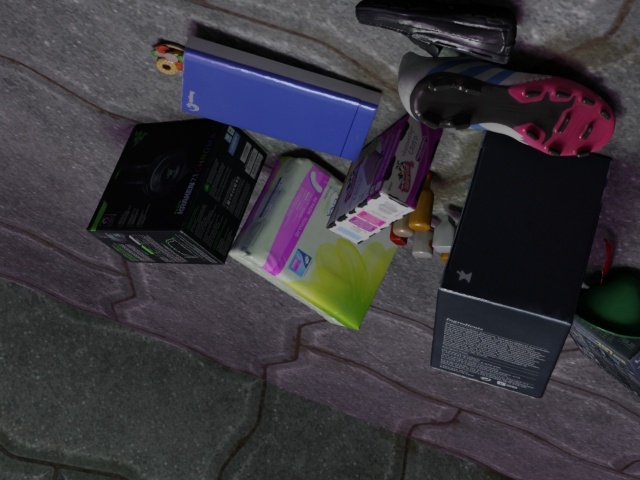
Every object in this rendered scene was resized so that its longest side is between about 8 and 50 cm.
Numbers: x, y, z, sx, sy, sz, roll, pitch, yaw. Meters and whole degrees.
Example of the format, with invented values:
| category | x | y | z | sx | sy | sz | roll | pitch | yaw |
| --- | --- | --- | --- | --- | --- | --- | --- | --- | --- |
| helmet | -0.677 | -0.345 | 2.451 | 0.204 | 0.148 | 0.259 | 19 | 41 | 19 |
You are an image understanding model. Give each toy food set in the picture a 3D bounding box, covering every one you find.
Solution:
| category | x | y | z | sx | sy | sz | roll | pitch | yaw |
| --- | --- | --- | --- | --- | --- | --- | --- | --- | --- |
| toy food set | -0.245 | -0.305 | 1.955 | 0.083 | 0.020 | 0.082 | 14 | 157 | 16 |
| toy food set | 0.195 | -0.040 | 2.126 | 0.111 | 0.105 | 0.232 | 0 | 162 | 29 |

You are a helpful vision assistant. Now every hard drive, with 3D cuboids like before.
| category | x | y | z | sx | sy | sz | roll | pitch | yaw |
| --- | --- | --- | --- | --- | --- | --- | --- | --- | --- |
| hard drive | -0.073 | -0.230 | 1.928 | 0.318 | 0.040 | 0.210 | 16 | 158 | -2 |

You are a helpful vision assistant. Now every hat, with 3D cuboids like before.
| category | x | y | z | sx | sy | sz | roll | pitch | yaw |
| --- | --- | --- | --- | --- | --- | --- | --- | --- | --- |
| hat | 0.561 | 0.064 | 2.132 | 0.172 | 0.184 | 0.208 | 14 | -160 | 1 |

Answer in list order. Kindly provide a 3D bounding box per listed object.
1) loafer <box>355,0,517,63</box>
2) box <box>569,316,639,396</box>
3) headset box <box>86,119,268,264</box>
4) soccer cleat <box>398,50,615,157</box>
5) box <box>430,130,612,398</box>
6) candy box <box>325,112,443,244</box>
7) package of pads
| category | x | y | z | sx | sy | sz | roll | pitch | yaw |
| --- | --- | --- | --- | --- | --- | --- | --- | --- | --- |
| loafer | 0.153 | -0.284 | 1.568 | 0.223 | 0.076 | 0.078 | 12 | 120 | 14 |
| box | 0.569 | 0.209 | 2.253 | 0.183 | 0.059 | 0.232 | 50 | 174 | -38 |
| headset box | -0.276 | -0.091 | 2.185 | 0.283 | 0.246 | 0.131 | 1 | 151 | 41 |
| soccer cleat | 0.264 | -0.210 | 1.656 | 0.331 | 0.143 | 0.116 | 9 | 122 | -19 |
| box | 0.325 | 0.050 | 1.938 | 0.211 | 0.294 | 0.395 | 15 | 158 | 11 |
| candy box | 0.104 | -0.101 | 1.952 | 0.071 | 0.159 | 0.233 | 27 | 157 | -13 |
| package of pads | 0.000 | 0.000 | 2.188 | 0.296 | 0.229 | 0.101 | 36 | 163 | -30 |
